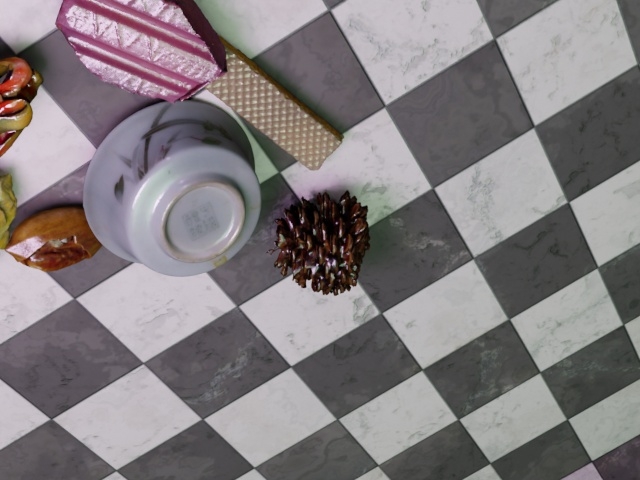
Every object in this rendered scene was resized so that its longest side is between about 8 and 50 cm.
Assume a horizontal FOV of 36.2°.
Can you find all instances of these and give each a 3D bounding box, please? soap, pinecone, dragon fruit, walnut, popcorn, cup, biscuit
[{"bbox_3d":[-0.289,-0.342,1.629,0.289,0.112,0.182,20,122,-16],"label":"soap"},{"bbox_3d":[0.000,0.000,1.977,0.221,0.221,0.221,-10,129,-12],"label":"pinecone"},{"bbox_3d":[-0.618,-0.199,1.587,0.243,0.227,0.307,29,111,-40],"label":"dragon fruit"},{"bbox_3d":[-0.496,-0.002,1.838,0.207,0.116,0.116,-14,136,-45],"label":"walnut"},{"bbox_3d":[-0.633,-0.041,1.752,0.168,0.173,0.195,-8,135,-31],"label":"popcorn"},{"bbox_3d":[-0.246,-0.071,1.811,0.347,0.163,0.347,-16,125,-24],"label":"cup"},{"bbox_3d":[-0.100,-0.252,1.839,0.094,0.054,0.378,-42,128,15],"label":"biscuit"}]
